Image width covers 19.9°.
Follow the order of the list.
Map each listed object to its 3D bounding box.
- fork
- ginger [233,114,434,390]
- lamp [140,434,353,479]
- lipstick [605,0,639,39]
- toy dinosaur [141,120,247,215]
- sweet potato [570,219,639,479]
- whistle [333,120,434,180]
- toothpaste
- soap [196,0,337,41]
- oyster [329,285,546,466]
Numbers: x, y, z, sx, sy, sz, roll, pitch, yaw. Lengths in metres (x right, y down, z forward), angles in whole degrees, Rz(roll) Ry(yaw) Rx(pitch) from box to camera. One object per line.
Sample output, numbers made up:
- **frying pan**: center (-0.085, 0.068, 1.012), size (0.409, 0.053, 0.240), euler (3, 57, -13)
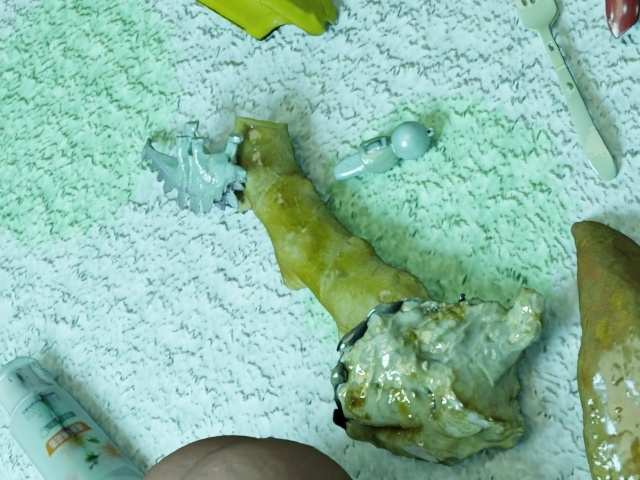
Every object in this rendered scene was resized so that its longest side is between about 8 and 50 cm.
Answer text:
- **fork**: center (0.208, -0.147, 1.557), size (0.034, 0.028, 0.219), euler (-26, 68, 12)
- **ginger**: center (0.002, 0.000, 1.597), size (0.118, 0.065, 0.299), euler (-50, 56, 26)
- **lamp**: center (-0.024, 0.288, 1.426), size (0.305, 0.239, 0.305), euler (30, 133, 39)
- **lipstick**: center (0.255, -0.258, 1.546), size (0.063, 0.057, 0.186), euler (-4, 79, 28)
- **toy dinosaur**: center (-0.118, -0.067, 1.667), size (0.209, 0.039, 0.082), euler (23, 123, 55)
- **sweet potato**: center (0.244, 0.128, 1.407), size (0.106, 0.095, 0.354), euler (132, 137, -58)
- **whistle**: center (0.056, -0.078, 1.609), size (0.100, 0.035, 0.035), euler (-23, 65, 21)
- **toothpaste**: center (-0.191, 0.229, 1.638), size (0.100, 0.066, 0.323), euler (-32, 57, -23)
- **soap**: center (-0.098, -0.322, 1.604), size (0.096, 0.324, 0.204), euler (-2, 73, 33)
- **oyster**: center (0.103, 0.104, 1.478), size (0.163, 0.081, 0.191), euler (38, 90, -6)
